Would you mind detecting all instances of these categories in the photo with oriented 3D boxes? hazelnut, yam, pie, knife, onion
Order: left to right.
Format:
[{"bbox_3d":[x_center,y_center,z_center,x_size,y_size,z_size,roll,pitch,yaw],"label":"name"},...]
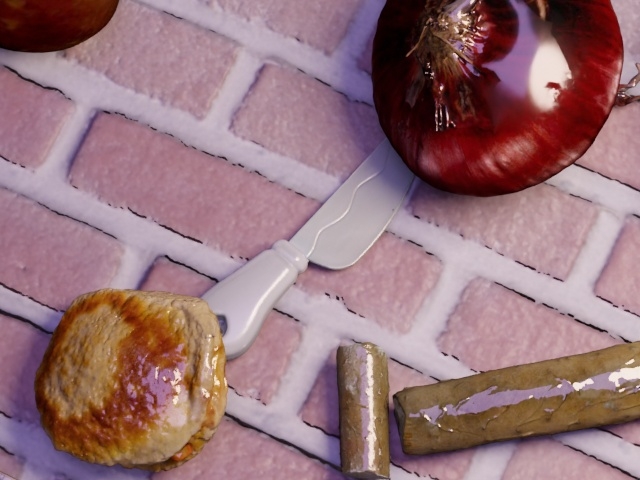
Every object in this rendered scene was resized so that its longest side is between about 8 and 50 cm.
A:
[{"bbox_3d":[-0.305,-0.307,2.026,0.218,0.218,0.234,-5,92,2],"label":"hazelnut"},{"bbox_3d":[-0.184,0.132,1.918,0.205,0.084,0.179,8,83,22],"label":"pie"},{"bbox_3d":[0.001,0.002,1.987,0.331,0.044,0.080,-42,72,-12],"label":"knife"},{"bbox_3d":[0.042,0.168,1.924,0.054,0.054,0.132,-2,74,3],"label":"yam"},{"bbox_3d":[0.189,-0.168,1.957,0.273,0.285,0.273,-12,71,40],"label":"onion"},{"bbox_3d":[0.256,0.144,1.908,0.371,0.083,0.083,-14,73,1],"label":"yam"}]

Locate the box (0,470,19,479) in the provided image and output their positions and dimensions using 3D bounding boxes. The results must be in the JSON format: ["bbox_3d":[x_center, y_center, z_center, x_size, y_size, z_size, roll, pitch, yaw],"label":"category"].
[{"bbox_3d":[-0.339,0.242,1.930,0.218,0.039,0.055,25,78,10],"label":"box"}]
